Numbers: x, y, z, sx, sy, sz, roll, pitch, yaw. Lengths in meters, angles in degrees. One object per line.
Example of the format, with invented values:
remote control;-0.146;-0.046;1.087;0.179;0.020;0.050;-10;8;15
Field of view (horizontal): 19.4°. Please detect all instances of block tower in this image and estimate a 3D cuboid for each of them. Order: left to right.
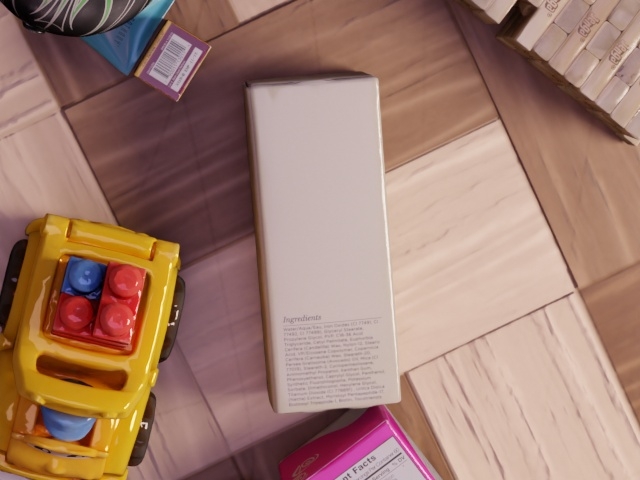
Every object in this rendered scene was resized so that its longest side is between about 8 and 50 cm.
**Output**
block tower;0.165;-0.213;1.542;0.335;0.097;0.091;37;93;-9

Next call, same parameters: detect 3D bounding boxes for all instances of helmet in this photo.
helmet;-0.184;-0.243;1.440;0.169;0.161;0.169;2;86;-22

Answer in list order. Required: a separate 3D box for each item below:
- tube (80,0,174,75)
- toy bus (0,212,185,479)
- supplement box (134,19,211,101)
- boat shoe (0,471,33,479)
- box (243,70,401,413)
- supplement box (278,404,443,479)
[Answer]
tube;-0.225;-0.225;1.536;0.207;0.052;0.080;32;98;-13
toy bus;-0.186;0.087;1.483;0.149;0.211;0.220;14;82;-10
supplement box;-0.122;-0.148;1.532;0.043;0.083;0.055;31;94;-8
boat shoe;-0.258;0.206;1.583;0.184;0.066;0.063;28;128;-12
box;0.000;0.000;1.557;0.113;0.094;0.275;-4;98;-4
supplement box;0.073;0.254;1.588;0.114;0.111;0.220;-36;98;1
